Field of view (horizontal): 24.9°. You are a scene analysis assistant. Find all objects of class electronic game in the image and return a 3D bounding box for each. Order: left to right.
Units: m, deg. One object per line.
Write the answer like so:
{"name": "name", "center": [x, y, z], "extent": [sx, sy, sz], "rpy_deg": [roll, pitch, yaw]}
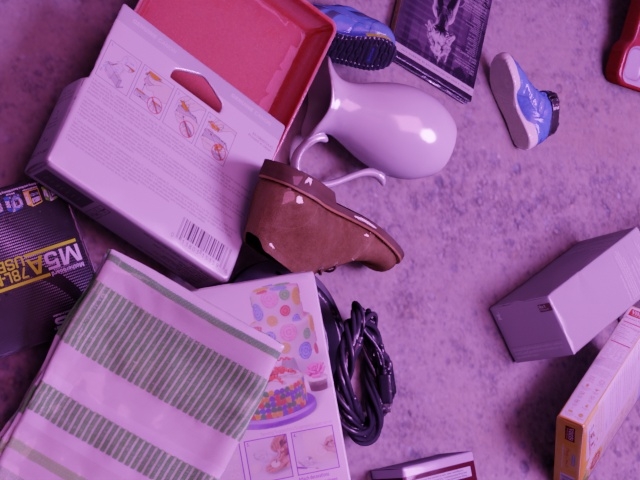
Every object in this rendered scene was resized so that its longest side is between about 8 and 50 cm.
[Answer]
{"name": "electronic game", "center": [-0.050, 0.138, 1.844], "extent": [0.229, 0.048, 0.229], "rpy_deg": [10, 75, -43]}

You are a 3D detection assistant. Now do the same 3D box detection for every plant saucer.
{"name": "plant saucer", "center": [-0.135, -0.233, 1.835], "extent": [0.258, 0.048, 0.259], "rpy_deg": [33, 73, -27]}

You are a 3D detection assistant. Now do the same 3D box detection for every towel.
{"name": "towel", "center": [-0.214, 0.203, 1.619], "extent": [0.248, 0.038, 0.325], "rpy_deg": [29, 80, -7]}

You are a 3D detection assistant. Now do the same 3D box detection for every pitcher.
{"name": "pitcher", "center": [0.068, -0.135, 1.957], "extent": [0.207, 0.125, 0.178], "rpy_deg": [18, 91, -22]}

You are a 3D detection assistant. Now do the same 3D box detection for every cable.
{"name": "cable", "center": [0.049, 0.170, 1.882], "extent": [0.150, 0.047, 0.184], "rpy_deg": [-29, 115, -61]}

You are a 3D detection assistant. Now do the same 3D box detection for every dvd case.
{"name": "dvd case", "center": [0.179, -0.333, 2.132], "extent": [0.164, 0.018, 0.221], "rpy_deg": [27, 65, -31]}

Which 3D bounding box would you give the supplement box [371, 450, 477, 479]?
{"name": "supplement box", "center": [0.156, 0.411, 1.929], "extent": [0.130, 0.073, 0.239], "rpy_deg": [-6, 83, -37]}

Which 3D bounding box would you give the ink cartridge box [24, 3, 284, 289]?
{"name": "ink cartridge box", "center": [-0.192, -0.111, 1.746], "extent": [0.275, 0.060, 0.239], "rpy_deg": [36, 56, -28]}

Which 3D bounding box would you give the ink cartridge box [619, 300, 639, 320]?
{"name": "ink cartridge box", "center": [0.578, 0.101, 2.246], "extent": [0.168, 0.171, 0.233], "rpy_deg": [-16, 90, -38]}

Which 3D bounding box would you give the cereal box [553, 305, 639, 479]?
{"name": "cereal box", "center": [0.416, 0.233, 2.121], "extent": [0.240, 0.047, 0.173], "rpy_deg": [-49, 148, -34]}

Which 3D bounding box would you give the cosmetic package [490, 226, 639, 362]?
{"name": "cosmetic package", "center": [0.378, 0.080, 2.130], "extent": [0.238, 0.127, 0.107], "rpy_deg": [-35, 101, -34]}

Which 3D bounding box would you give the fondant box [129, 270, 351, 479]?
{"name": "fondant box", "center": [-0.102, 0.218, 1.706], "extent": [0.238, 0.096, 0.330], "rpy_deg": [-9, 87, -12]}

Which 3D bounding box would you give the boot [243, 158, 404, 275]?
{"name": "boot", "center": [0.000, 0.000, 1.857], "extent": [0.305, 0.112, 0.115], "rpy_deg": [30, 81, -52]}

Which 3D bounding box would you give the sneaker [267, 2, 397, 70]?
{"name": "sneaker", "center": [0.004, -0.291, 1.974], "extent": [0.209, 0.069, 0.082], "rpy_deg": [11, 38, -25]}

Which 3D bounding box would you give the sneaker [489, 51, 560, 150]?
{"name": "sneaker", "center": [0.313, -0.220, 2.182], "extent": [0.084, 0.058, 0.152], "rpy_deg": [-28, 102, -31]}

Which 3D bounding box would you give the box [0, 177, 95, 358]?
{"name": "box", "center": [-0.353, 0.034, 1.641], "extent": [0.190, 0.045, 0.184], "rpy_deg": [-19, 89, -38]}

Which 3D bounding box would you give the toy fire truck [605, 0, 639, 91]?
{"name": "toy fire truck", "center": [0.616, -0.343, 2.393], "extent": [0.302, 0.169, 0.254], "rpy_deg": [13, 97, -34]}
